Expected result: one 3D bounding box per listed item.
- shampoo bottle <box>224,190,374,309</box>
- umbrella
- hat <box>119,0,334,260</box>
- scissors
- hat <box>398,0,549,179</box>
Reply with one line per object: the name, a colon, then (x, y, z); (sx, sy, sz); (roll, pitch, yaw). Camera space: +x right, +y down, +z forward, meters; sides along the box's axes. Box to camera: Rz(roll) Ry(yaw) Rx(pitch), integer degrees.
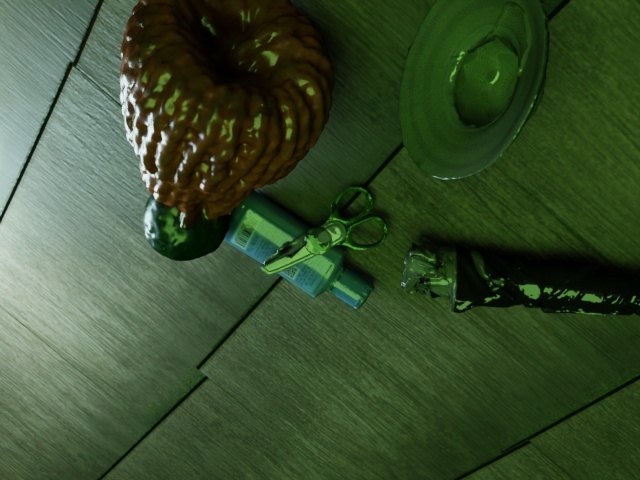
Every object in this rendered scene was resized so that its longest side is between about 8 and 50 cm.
shampoo bottle: (-0.033, 0.024, 1.039); (0.258, 0.061, 0.104); (33, 118, 1)
umbrella: (0.291, 0.069, 0.909); (0.358, 0.113, 0.106); (8, 100, 17)
hat: (-0.134, -0.141, 0.894); (0.285, 0.285, 0.400); (27, 147, 5)
scissors: (0.000, 0.000, 0.984); (0.204, 0.027, 0.101); (-29, 92, 8)
hat: (0.209, -0.188, 0.777); (0.110, 0.252, 0.252); (6, 132, -30)
